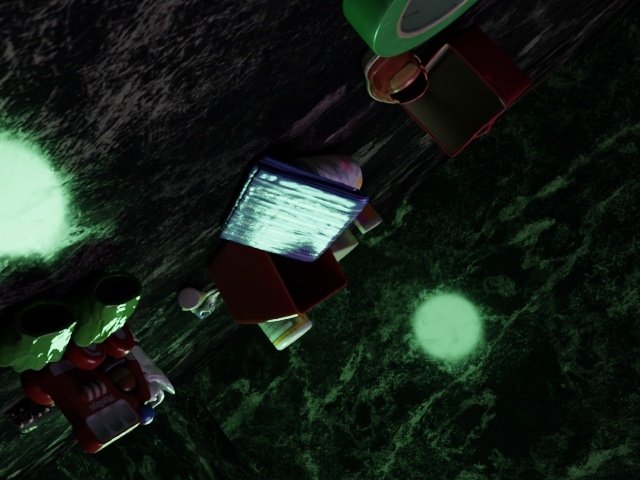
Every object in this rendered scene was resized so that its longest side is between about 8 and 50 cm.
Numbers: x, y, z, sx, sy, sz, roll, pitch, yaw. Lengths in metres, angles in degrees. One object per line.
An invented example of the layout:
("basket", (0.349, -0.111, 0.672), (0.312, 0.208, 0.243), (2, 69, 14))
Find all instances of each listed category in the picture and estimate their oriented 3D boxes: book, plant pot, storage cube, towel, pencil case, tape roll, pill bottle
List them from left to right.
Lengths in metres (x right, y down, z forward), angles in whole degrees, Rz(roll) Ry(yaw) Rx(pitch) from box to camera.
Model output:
("plant pot", (-0.133, 0.078, 1.789), (0.236, 0.267, 0.267), (-29, 179, 33))
("pill bottle", (-0.171, 0.248, 2.480), (0.162, 0.278, 0.162), (-37, 173, -5))
("towel", (-0.067, -0.056, 1.448), (0.336, 0.243, 0.040), (132, -28, -58))
("pencil case", (0.003, -0.136, 1.565), (0.113, 0.124, 0.273), (-42, 173, 25))
("book", (0.134, -0.100, 2.326), (0.096, 0.144, 0.035), (-30, 170, -43))
("tape roll", (0.179, -0.400, 0.959), (0.321, 0.077, 0.321), (-38, 172, -6))
("storage cube", (0.324, -0.341, 1.531), (0.183, 0.215, 0.193), (-45, 176, 42))

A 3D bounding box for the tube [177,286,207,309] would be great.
("tube", (-0.371, 0.171, 1.954), (0.070, 0.062, 0.240), (7, 172, -4))

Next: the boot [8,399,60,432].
("boot", (-0.707, 0.419, 1.732), (0.179, 0.085, 0.236), (-34, 172, -14))

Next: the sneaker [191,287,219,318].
("sneaker", (-0.354, 0.200, 2.174), (0.135, 0.058, 0.052), (-42, 172, 23))

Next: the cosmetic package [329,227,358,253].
("cosmetic package", (0.000, 0.000, 2.258), (0.113, 0.160, 0.309), (-41, 173, 18))

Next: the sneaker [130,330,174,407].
("sneaker", (-0.528, 0.390, 1.911), (0.137, 0.210, 0.366), (-34, 172, -24))

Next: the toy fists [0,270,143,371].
("toy fists", (-0.456, 0.147, 1.234), (0.279, 0.096, 0.142), (-26, 156, -51))

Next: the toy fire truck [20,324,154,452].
("toy fire truck", (-0.493, 0.328, 1.523), (0.169, 0.254, 0.302), (-39, 172, 12))

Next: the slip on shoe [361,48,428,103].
("slip on shoe", (0.157, -0.310, 1.322), (0.123, 0.101, 0.331), (-41, 174, 10))
